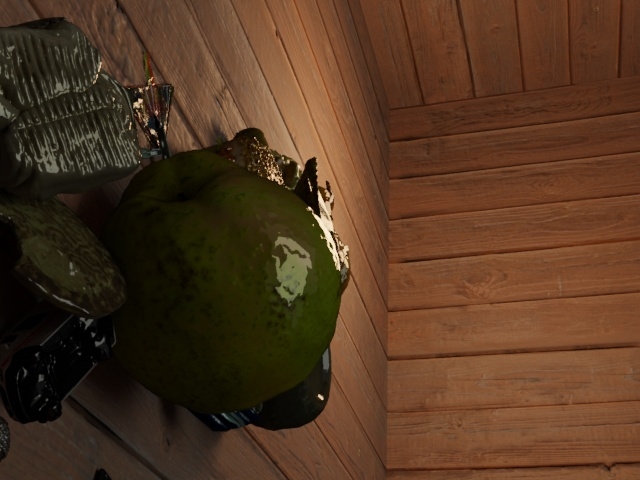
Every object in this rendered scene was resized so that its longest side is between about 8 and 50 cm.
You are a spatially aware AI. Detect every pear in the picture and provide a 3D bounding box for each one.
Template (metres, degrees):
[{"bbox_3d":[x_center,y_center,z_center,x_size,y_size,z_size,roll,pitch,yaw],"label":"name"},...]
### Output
[{"bbox_3d":[-0.156,0.053,1.305,0.391,0.391,0.390,-6,90,-76],"label":"pear"}]

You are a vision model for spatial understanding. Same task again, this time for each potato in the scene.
[{"bbox_3d":[-0.148,-0.163,1.937,0.085,0.105,0.188,-39,-132,52],"label":"potato"}]

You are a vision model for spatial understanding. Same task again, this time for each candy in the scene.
[{"bbox_3d":[-0.019,-0.014,1.785,0.297,0.081,0.187,98,-16,-53],"label":"candy"}]

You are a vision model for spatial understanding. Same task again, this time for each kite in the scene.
[{"bbox_3d":[-0.293,-0.239,1.563,0.241,0.014,0.183,-23,106,-74],"label":"kite"}]

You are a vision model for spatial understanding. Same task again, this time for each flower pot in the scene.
[{"bbox_3d":[-0.101,0.222,1.732,0.302,0.213,0.301,-5,90,-76],"label":"flower pot"}]

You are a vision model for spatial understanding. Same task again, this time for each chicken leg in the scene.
[{"bbox_3d":[0.000,0.000,2.439,0.201,0.153,0.429,88,0,-47],"label":"chicken leg"}]

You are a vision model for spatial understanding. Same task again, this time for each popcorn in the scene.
[{"bbox_3d":[-0.105,-0.148,2.047,0.136,0.162,0.141,-31,78,-42],"label":"popcorn"}]

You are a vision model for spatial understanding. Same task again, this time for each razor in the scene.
[{"bbox_3d":[-0.303,-0.143,1.455,0.211,0.036,0.084,-20,96,-70],"label":"razor"}]

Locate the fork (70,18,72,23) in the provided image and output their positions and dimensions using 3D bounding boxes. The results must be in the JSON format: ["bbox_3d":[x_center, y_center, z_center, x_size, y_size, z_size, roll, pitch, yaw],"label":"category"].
[{"bbox_3d":[-0.357,-0.274,1.326,0.016,0.012,0.115,-75,160,-47],"label":"fork"}]

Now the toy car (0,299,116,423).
[{"bbox_3d":[-0.332,0.136,1.064,0.209,0.108,0.089,-59,143,-61],"label":"toy car"}]

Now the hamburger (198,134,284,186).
[{"bbox_3d":[-0.151,-0.061,1.715,0.294,0.179,0.275,-14,97,-76],"label":"hamburger"}]

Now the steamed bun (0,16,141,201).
[{"bbox_3d":[-0.342,-0.151,1.072,0.218,0.144,0.211,-27,103,-44],"label":"steamed bun"}]

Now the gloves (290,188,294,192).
[{"bbox_3d":[-0.112,-0.009,1.946,0.111,0.212,0.127,50,-14,-15],"label":"gloves"}]

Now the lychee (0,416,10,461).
[{"bbox_3d":[-0.368,0.215,0.955,0.083,0.067,0.068,-44,136,-58],"label":"lychee"}]

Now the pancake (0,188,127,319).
[{"bbox_3d":[-0.321,0.002,1.075,0.235,0.029,0.212,55,15,27],"label":"pancake"}]

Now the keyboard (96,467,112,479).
[{"bbox_3d":[-0.295,0.392,1.294,0.053,0.010,0.155,-80,160,-45],"label":"keyboard"}]

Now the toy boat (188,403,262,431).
[{"bbox_3d":[-0.133,0.174,1.538,0.291,0.220,0.067,-48,-175,-18],"label":"toy boat"}]
